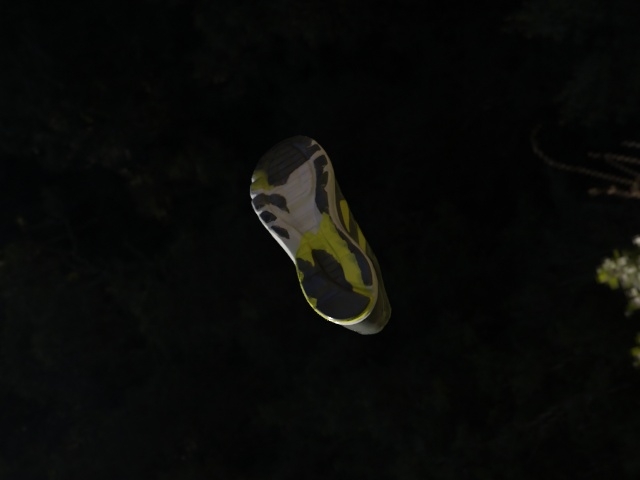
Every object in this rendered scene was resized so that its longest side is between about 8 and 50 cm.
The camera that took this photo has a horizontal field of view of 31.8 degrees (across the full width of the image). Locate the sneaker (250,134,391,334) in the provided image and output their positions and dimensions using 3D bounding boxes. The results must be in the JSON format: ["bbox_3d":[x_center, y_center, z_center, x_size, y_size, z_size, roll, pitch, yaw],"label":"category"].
[{"bbox_3d":[0.000,0.000,0.394,0.035,0.031,0.083,53,-166,-55],"label":"sneaker"}]
